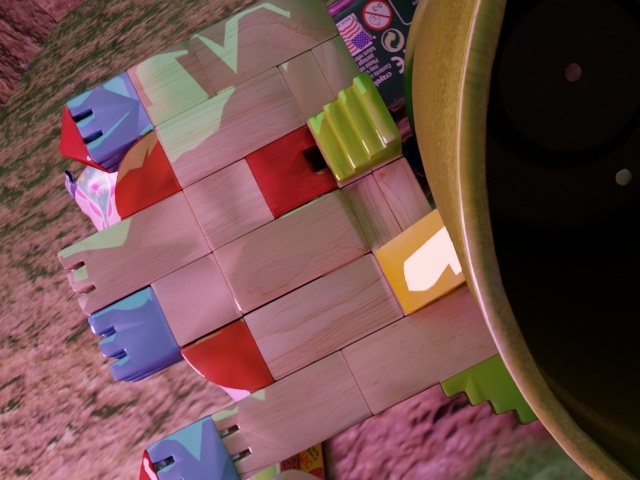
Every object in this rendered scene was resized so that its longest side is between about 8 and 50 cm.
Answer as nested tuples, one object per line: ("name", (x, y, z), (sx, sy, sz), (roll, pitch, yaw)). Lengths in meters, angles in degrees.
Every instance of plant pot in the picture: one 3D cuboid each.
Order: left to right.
("plant pot", (0.199, -0.079, 0.563), (0.366, 0.366, 0.353), (-46, 15, 2))

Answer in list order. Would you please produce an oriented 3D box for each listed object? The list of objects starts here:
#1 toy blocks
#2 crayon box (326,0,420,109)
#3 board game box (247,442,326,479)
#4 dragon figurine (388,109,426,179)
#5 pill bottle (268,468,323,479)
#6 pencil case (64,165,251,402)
("toy blocks", (-0.055, 0.009, 0.739), (0.261, 0.381, 0.191), (-26, -10, 1))
("crayon box", (0.054, -0.197, 1.028), (0.363, 0.106, 0.313), (-30, 11, 28))
("board game box", (-0.099, 0.260, 0.826), (0.259, 0.039, 0.124), (-36, 30, 15))
("dragon figurine", (0.000, 0.000, 0.968), (0.144, 0.085, 0.289), (-13, 41, 47))
("pill bottle", (-0.088, 0.278, 0.647), (0.283, 0.161, 0.161), (-39, 28, 14))
("pencil case", (-0.092, 0.020, 0.878), (0.124, 0.284, 0.124), (-36, -16, -12))
